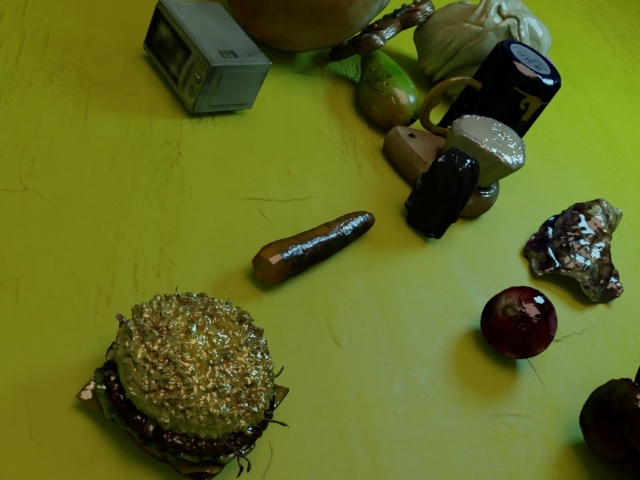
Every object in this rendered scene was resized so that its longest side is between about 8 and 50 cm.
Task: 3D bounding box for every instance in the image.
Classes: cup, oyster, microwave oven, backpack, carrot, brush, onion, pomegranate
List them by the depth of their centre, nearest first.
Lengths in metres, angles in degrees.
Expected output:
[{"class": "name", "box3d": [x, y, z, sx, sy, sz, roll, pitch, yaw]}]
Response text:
[{"class": "carrot", "box3d": [0.000, 0.000, 1.410, 0.066, 0.066, 0.314, 43, 37, 16]}, {"class": "onion", "box3d": [0.336, 0.141, 1.428, 0.131, 0.131, 0.131, 18, 39, -15]}, {"class": "backpack", "box3d": [0.229, -0.097, 1.588, 0.105, 0.165, 0.120, 32, 33, 19]}, {"class": "microwave oven", "box3d": [-0.220, -0.347, 1.602, 0.163, 0.129, 0.205, -10, 53, -43]}, {"class": "brush", "box3d": [0.264, -0.178, 1.700, 0.266, 0.166, 0.174, 29, 38, 2]}, {"class": "oyster", "box3d": [0.545, 0.010, 1.727, 0.275, 0.100, 0.271, 14, 55, -27]}, {"class": "cup", "box3d": [0.358, -0.280, 1.785, 0.178, 0.256, 0.255, 46, 38, 18]}, {"class": "pomegranate", "box3d": [-0.030, -0.593, 1.827, 0.411, 0.412, 0.412, 18, 39, -15]}]

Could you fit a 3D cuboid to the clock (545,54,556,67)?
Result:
[{"class": "clock", "box3d": [0.502, -0.484, 2.266, 0.275, 0.080, 0.290, 7, 42, -27]}]

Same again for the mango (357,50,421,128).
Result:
[{"class": "mango", "box3d": [0.139, -0.330, 1.832, 0.125, 0.111, 0.233, 6, 45, -37]}]

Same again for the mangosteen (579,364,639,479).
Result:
[{"class": "mangosteen", "box3d": [0.632, 0.297, 1.278, 0.381, 0.421, 0.381, 56, 6, -9]}]

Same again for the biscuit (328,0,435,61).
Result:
[{"class": "biscuit", "box3d": [0.152, -0.497, 1.945, 0.301, 0.196, 0.049, -37, 114, -32]}]

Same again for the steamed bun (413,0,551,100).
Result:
[{"class": "steamed bun", "box3d": [0.373, -0.443, 1.996, 0.289, 0.276, 0.203, 33, 47, -15]}]

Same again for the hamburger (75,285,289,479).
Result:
[{"class": "hamburger", "box3d": [-0.154, 0.172, 1.054, 0.261, 0.139, 0.243, 34, 37, 6]}]
